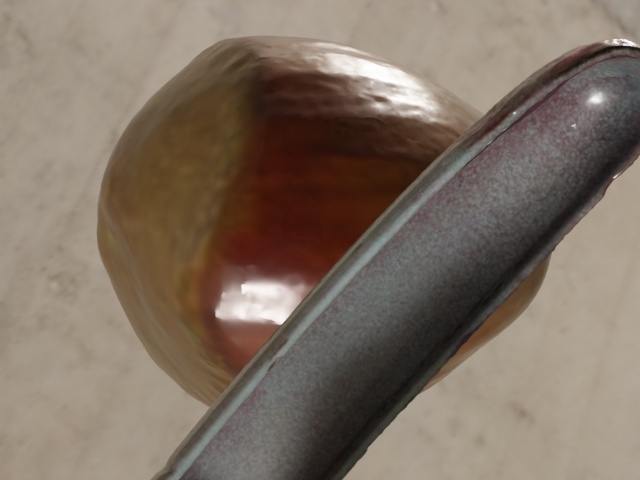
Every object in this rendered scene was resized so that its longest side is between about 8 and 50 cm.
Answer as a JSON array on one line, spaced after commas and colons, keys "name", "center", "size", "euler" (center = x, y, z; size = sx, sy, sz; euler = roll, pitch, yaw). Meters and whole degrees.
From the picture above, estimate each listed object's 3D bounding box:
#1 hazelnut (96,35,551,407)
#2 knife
[{"name": "hazelnut", "center": [0.000, -0.010, 0.897], "size": [0.186, 0.210, 0.210], "euler": [48, -129, 3]}, {"name": "knife", "center": [-0.009, 0.044, 0.557], "size": [0.123, 0.053, 0.278], "euler": [41, -91, -24]}]
